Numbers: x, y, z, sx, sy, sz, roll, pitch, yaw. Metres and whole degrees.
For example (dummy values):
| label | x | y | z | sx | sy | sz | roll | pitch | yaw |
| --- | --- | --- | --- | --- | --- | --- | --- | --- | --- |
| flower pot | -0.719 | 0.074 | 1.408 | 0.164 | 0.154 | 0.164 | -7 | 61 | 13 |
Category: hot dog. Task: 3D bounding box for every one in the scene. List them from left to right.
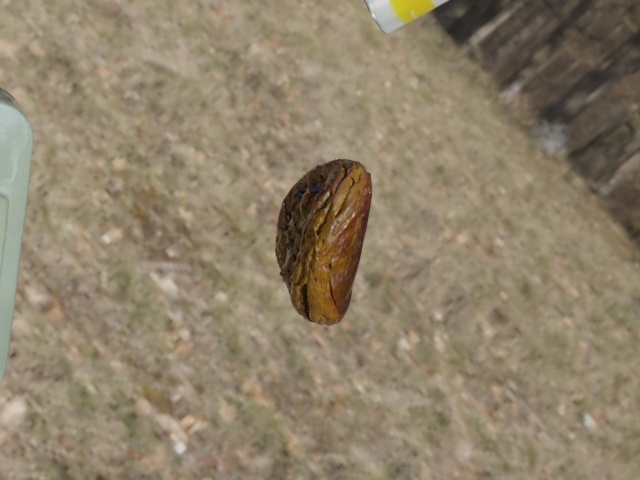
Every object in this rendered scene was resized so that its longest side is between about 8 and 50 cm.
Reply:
| label | x | y | z | sx | sy | sz | roll | pitch | yaw |
| --- | --- | --- | --- | --- | --- | --- | --- | --- | --- |
| hot dog | 0.003 | 0.001 | 1.660 | 0.099 | 0.226 | 0.160 | 8 | 15 | -22 |

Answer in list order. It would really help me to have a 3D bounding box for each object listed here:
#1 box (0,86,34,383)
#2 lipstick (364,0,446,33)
| label | x | y | z | sx | sy | sz | roll | pitch | yaw |
| --- | --- | --- | --- | --- | --- | --- | --- | --- | --- |
| box | -0.538 | 0.007 | 1.427 | 0.396 | 0.396 | 0.111 | 2 | 22 | -26 |
| lipstick | 0.165 | -0.290 | 1.243 | 0.059 | 0.264 | 0.059 | 56 | 16 | -24 |
